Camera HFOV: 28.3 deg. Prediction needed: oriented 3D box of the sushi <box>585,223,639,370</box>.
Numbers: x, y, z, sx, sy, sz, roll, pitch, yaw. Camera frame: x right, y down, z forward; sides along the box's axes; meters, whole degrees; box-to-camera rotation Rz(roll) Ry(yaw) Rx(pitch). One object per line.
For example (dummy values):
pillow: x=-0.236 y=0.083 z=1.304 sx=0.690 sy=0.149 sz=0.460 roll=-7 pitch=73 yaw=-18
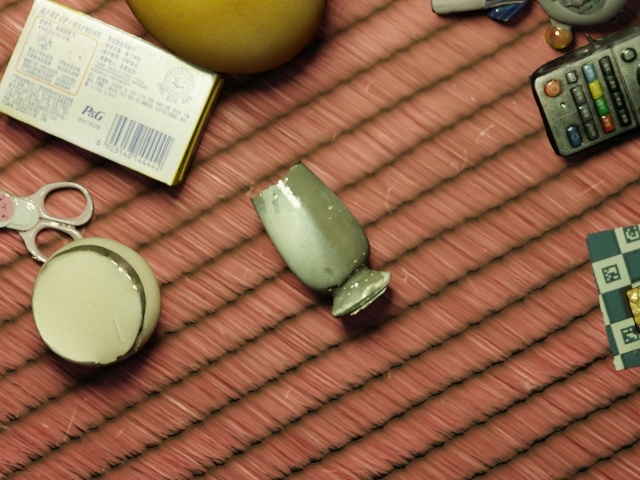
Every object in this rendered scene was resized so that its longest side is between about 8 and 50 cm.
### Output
sushi: x=0.482 y=0.063 z=1.693 sx=0.215 sy=0.050 sz=0.192 roll=-13 pitch=93 yaw=2

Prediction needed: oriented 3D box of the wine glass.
wine glass: x=0.000 y=0.000 z=1.674 sx=0.111 sy=0.111 sz=0.204 roll=-38 pitch=93 yaw=3

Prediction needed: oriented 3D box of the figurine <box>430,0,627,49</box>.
figurine: x=0.276 y=-0.355 z=1.640 sx=0.274 sy=0.133 sz=0.194 roll=18 pitch=108 yaw=3

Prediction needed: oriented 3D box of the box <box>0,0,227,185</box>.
box: x=-0.276 y=-0.197 z=1.680 sx=0.265 sy=0.097 sz=0.168 roll=22 pitch=94 yaw=0

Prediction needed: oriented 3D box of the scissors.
scissors: x=-0.433 y=-0.043 z=1.726 sx=0.242 sy=0.030 sz=0.118 roll=15 pitch=92 yaw=-1

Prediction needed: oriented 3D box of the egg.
egg: x=-0.114 y=-0.335 z=1.565 sx=0.250 sy=0.322 sz=0.250 roll=-10 pitch=64 yaw=22

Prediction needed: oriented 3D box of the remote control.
remote control: x=0.470 y=-0.245 z=1.663 sx=0.399 sy=0.062 sz=0.144 roll=-22 pitch=108 yaw=4

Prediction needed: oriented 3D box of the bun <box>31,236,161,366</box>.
bun: x=-0.293 y=0.079 z=1.685 sx=0.173 sy=0.120 sz=0.173 roll=1 pitch=96 yaw=9
